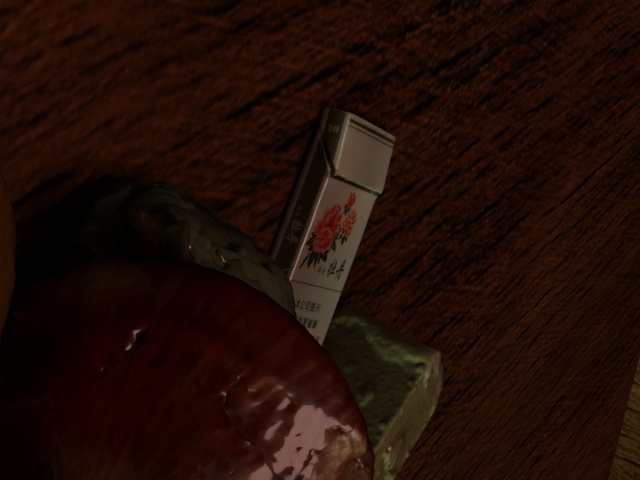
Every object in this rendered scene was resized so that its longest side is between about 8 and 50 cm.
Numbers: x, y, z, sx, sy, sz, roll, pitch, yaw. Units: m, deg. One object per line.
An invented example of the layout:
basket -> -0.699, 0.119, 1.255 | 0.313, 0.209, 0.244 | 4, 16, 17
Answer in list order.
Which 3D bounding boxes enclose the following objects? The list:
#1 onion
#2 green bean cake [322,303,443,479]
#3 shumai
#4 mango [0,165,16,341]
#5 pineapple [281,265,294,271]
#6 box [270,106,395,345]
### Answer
onion -> -0.091, 0.126, 0.658 | 0.163, 0.230, 0.230 | -60, 159, -55
green bean cake -> 0.018, 0.151, 1.170 | 0.179, 0.109, 0.085 | -56, 153, -31
shumai -> -0.066, 0.043, 0.813 | 0.184, 0.142, 0.184 | -5, 97, -45
mango -> -0.195, 0.061, 0.569 | 0.151, 0.156, 0.248 | 9, 111, -46
pineapple -> -0.077, 0.119, 0.974 | 0.233, 0.079, 0.135 | -67, 159, -9
box -> 0.000, 0.000, 1.109 | 0.109, 0.029, 0.198 | 17, 94, -67
